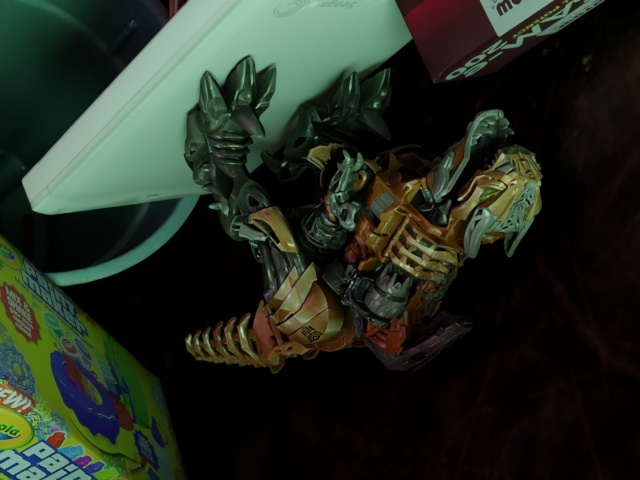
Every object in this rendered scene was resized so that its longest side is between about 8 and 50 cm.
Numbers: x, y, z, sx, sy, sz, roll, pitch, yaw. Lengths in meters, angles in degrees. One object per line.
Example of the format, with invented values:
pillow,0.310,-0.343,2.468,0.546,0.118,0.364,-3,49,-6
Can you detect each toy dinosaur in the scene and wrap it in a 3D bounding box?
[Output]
toy dinosaur,0.000,0.000,0.832,0.322,0.164,0.218,-29,71,20

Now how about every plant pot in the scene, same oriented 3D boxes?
plant pot,-0.326,-0.067,1.171,0.334,0.341,0.341,-35,51,53

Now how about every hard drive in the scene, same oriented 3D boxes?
hard drive,-0.059,-0.112,0.897,0.307,0.203,0.040,-35,73,43

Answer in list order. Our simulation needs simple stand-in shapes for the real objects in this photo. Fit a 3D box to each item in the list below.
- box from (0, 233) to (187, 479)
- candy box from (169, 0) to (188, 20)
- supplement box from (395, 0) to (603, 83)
box,-0.295,0.168,0.962,0.279,0.290,0.177,-29,48,7
candy box,-0.089,-0.215,1.105,0.109,0.053,0.186,-32,52,46
supplement box,0.084,-0.235,0.771,0.130,0.073,0.239,-32,80,44
